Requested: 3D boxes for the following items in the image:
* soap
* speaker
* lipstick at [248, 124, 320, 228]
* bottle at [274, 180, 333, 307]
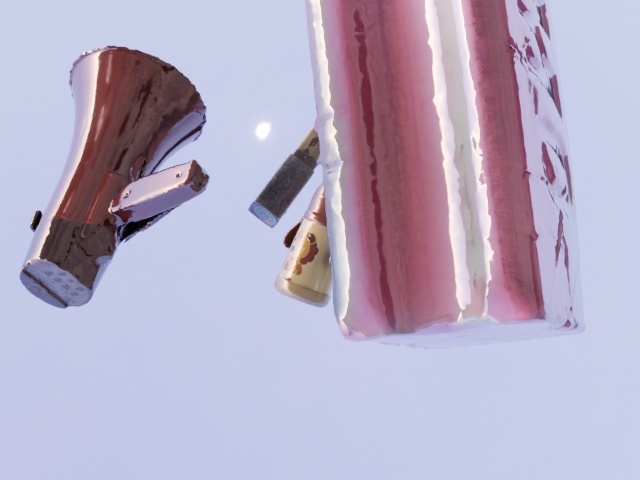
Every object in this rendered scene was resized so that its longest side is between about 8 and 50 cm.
[{"bbox_3d":[0.069,-0.104,0.667,0.193,0.109,0.324,20,-119,-69],"label":"soap"},{"bbox_3d":[-0.236,-0.074,1.543,0.259,0.198,0.330,-1,-128,12],"label":"speaker"},{"bbox_3d":[-0.004,-0.154,1.886,0.051,0.051,0.312,35,-114,-1],"label":"lipstick"},{"bbox_3d":[-0.002,-0.001,0.965,0.063,0.101,0.047,21,-178,23],"label":"bottle"}]
